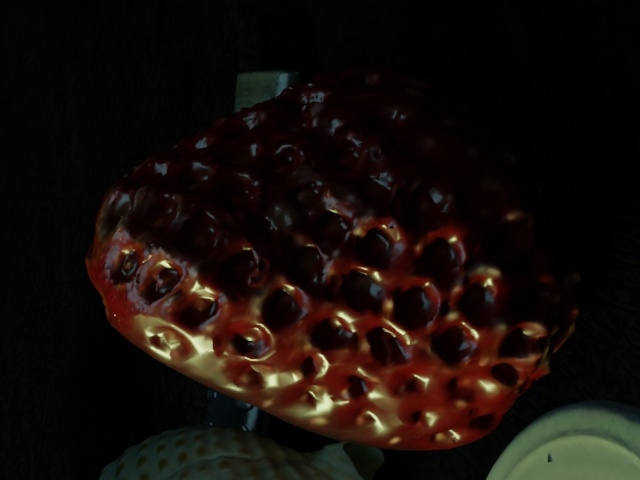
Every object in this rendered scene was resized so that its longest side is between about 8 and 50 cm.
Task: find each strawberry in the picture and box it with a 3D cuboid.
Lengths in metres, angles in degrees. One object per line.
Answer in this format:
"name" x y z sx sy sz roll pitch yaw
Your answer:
"strawberry" 0.000 0.000 1.290 0.295 0.345 0.318 -44 50 47

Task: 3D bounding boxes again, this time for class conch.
"conch" -0.104 0.284 1.499 0.319 0.215 0.303 -56 24 32

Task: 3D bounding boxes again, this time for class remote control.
"remote control" -0.065 0.023 1.664 0.107 0.044 0.378 5 89 61

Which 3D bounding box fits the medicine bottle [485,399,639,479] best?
"medicine bottle" 0.237 0.213 0.997 0.238 0.231 0.238 -13 75 57
